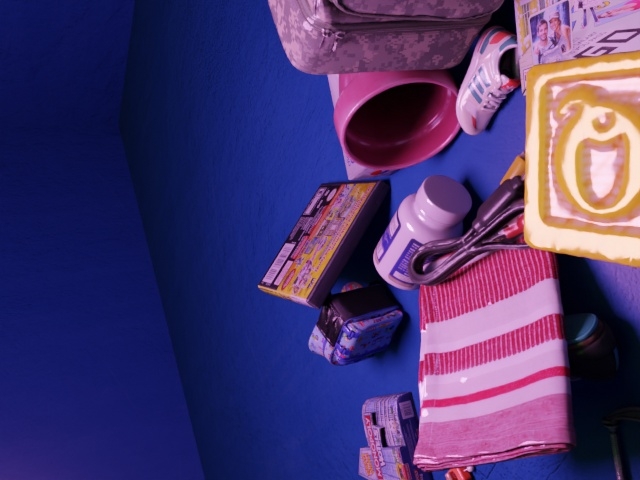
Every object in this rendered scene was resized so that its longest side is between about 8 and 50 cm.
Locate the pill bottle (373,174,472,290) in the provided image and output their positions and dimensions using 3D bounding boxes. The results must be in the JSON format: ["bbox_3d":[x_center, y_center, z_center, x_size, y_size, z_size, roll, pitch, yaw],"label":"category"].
[{"bbox_3d":[0.169,-0.013,1.064,0.112,0.112,0.187,65,148,31],"label":"pill bottle"}]

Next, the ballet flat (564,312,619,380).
[{"bbox_3d":[0.283,0.154,0.899,0.096,0.095,0.280,54,155,-16],"label":"ballet flat"}]

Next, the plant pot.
[{"bbox_3d":[0.110,-0.244,1.042,0.201,0.201,0.180,118,146,-49],"label":"plant pot"}]

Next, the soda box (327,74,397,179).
[{"bbox_3d":[0.080,-0.263,1.192,0.098,0.091,0.286,150,110,-69],"label":"soda box"}]

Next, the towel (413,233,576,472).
[{"bbox_3d":[0.222,0.133,0.875,0.237,0.037,0.329,-31,41,44],"label":"towel"}]

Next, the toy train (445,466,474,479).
[{"bbox_3d":[0.243,0.465,1.106,0.166,0.046,0.125,66,149,31],"label":"toy train"}]

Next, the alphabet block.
[{"bbox_3d":[0.336,-0.082,0.626,0.193,0.197,0.192,12,107,62],"label":"alphabet block"}]

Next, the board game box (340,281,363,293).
[{"bbox_3d":[0.065,0.174,1.400,0.133,0.033,0.169,13,107,62],"label":"board game box"}]

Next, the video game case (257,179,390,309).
[{"bbox_3d":[0.000,0.000,1.309,0.275,0.035,0.248,-59,24,-12],"label":"video game case"}]

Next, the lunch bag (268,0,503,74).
[{"bbox_3d":[0.092,-0.368,0.827,0.256,0.305,0.213,121,138,-58],"label":"lunch bag"}]

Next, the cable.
[{"bbox_3d":[0.241,-0.003,0.912,0.287,0.072,0.139,-52,43,38],"label":"cable"}]

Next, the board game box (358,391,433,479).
[{"bbox_3d":[0.132,0.412,1.297,0.194,0.060,0.194,-36,65,59],"label":"board game box"}]

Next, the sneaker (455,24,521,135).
[{"bbox_3d":[0.245,-0.219,0.924,0.075,0.057,0.161,-126,41,-50],"label":"sneaker"}]

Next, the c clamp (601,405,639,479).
[{"bbox_3d":[0.387,0.281,0.806,0.137,0.022,0.161,-1,96,63],"label":"c clamp"}]

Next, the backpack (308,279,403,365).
[{"bbox_3d":[0.063,0.180,1.264,0.117,0.158,0.173,51,134,35],"label":"backpack"}]

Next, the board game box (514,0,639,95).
[{"bbox_3d":[0.346,-0.298,0.722,0.317,0.046,0.214,-2,95,63],"label":"board game box"}]
